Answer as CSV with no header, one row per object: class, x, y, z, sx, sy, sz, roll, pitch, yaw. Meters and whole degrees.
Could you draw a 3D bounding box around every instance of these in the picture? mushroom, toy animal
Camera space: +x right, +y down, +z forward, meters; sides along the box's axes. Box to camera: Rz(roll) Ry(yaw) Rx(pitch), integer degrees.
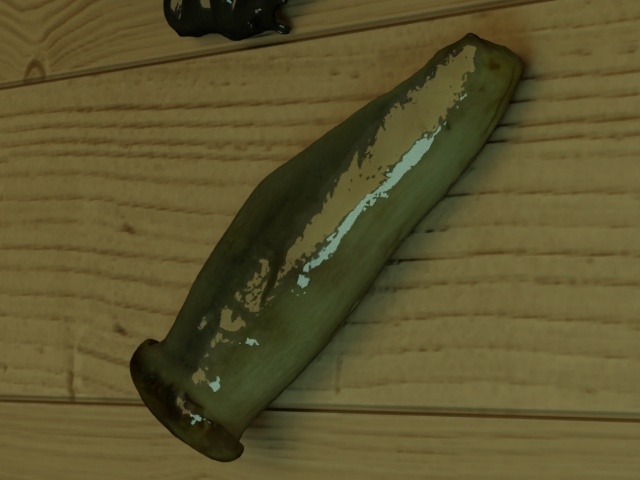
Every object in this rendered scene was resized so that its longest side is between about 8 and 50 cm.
mushroom,-0.002,-0.002,1.083,0.107,0.087,0.333,47,110,33
toy animal,-0.059,-0.170,1.191,0.136,0.047,0.065,6,91,41
